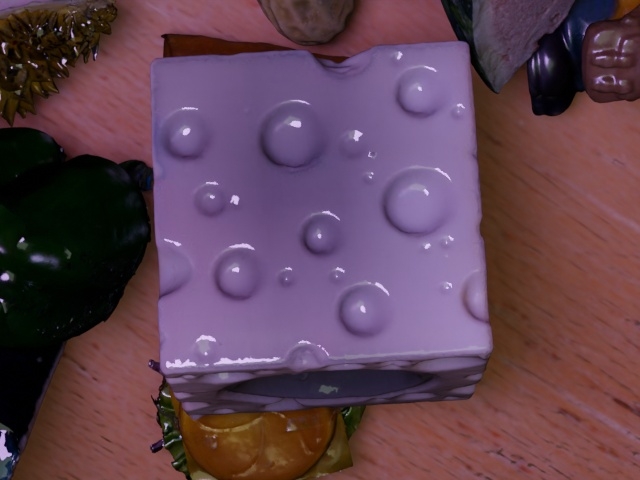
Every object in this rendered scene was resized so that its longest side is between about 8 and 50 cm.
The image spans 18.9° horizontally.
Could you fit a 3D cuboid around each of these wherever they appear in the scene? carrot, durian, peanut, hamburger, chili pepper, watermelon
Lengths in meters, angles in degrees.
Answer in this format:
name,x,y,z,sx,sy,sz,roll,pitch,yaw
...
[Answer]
name,x,y,z,sx,sy,sz,roll,pitch,yaw
carrot,-0.029,-0.132,1.579,0.205,0.072,0.072,1,108,-4
durian,-0.309,-0.180,1.525,0.306,0.172,0.166,18,72,12
peanut,-0.020,-0.250,1.529,0.093,0.083,0.194,-18,103,-13
hamburger,-0.052,0.138,1.652,0.189,0.093,0.164,1,110,0
chili pepper,-0.217,-0.004,1.523,0.173,0.261,0.165,12,100,18
watermelon,0.150,-0.290,1.452,0.176,0.260,0.256,-10,154,-23

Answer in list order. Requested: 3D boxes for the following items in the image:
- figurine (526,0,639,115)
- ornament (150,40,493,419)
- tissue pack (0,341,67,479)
name,x,y,z,sx,sy,sz,roll,pitch,yaw
figurine,0.329,-0.179,1.523,0.332,0.185,0.205,12,84,12
ornament,0.000,0.000,1.488,0.239,0.240,0.240,-3,77,0
tissue pack,-0.444,0.113,1.550,0.416,0.264,0.253,25,110,-8
